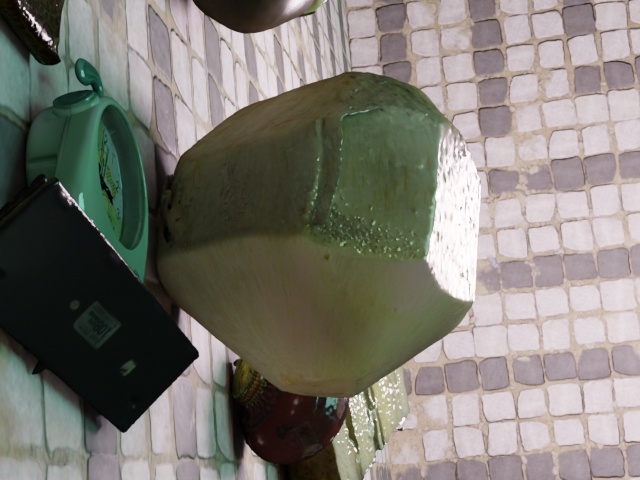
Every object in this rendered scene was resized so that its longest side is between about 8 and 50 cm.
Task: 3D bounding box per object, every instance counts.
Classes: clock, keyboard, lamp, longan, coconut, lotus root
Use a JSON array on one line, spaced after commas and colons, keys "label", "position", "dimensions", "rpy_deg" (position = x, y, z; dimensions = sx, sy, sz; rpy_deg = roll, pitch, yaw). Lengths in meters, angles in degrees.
[{"label": "clock", "position": [-0.183, -0.045, 0.942], "dimensions": [0.148, 0.060, 0.188], "rpy_deg": [71, 14, -51]}, {"label": "keyboard", "position": [-0.174, 0.059, 0.871], "dimensions": [0.027, 0.106, 0.317], "rpy_deg": [40, -13, 26]}, {"label": "lamp", "position": [-0.043, 0.194, 1.457], "dimensions": [0.135, 0.156, 0.157], "rpy_deg": [32, 1, -30]}, {"label": "longan", "position": [-0.083, -0.347, 1.447], "dimensions": [0.212, 0.198, 0.198], "rpy_deg": [-45, 129, -60]}, {"label": "coconut", "position": [0.000, 0.000, 1.231], "dimensions": [0.352, 0.353, 0.352], "rpy_deg": [-7, 90, -81]}, {"label": "lotus root", "position": [0.004, 0.203, 1.735], "dimensions": [0.267, 0.149, 0.260], "rpy_deg": [-43, 124, -57]}]

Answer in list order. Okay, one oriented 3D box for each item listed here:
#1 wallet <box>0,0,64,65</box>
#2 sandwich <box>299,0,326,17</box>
[{"label": "wallet", "position": [-0.236, -0.238, 0.839], "dimensions": [0.243, 0.039, 0.132], "rpy_deg": [63, 28, -68]}, {"label": "sandwich", "position": [-0.068, -0.472, 1.750], "dimensions": [0.227, 0.155, 0.198], "rpy_deg": [-88, 166, -45]}]
